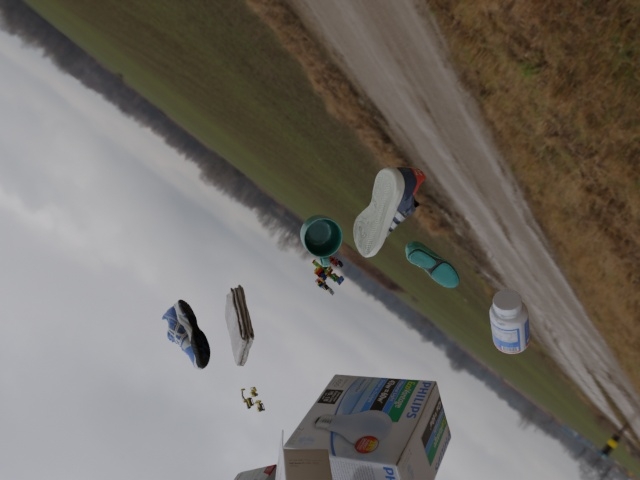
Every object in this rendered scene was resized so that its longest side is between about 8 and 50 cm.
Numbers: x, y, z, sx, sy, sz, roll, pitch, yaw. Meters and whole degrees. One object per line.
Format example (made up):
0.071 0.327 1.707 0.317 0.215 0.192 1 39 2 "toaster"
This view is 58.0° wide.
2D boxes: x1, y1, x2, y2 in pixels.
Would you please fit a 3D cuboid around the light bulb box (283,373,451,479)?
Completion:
0.150 0.599 1.711 0.361 0.358 0.225 -5 113 31 "light bulb box"

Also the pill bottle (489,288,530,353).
0.632 0.268 1.931 0.124 0.124 0.221 38 156 45 "pill bottle"

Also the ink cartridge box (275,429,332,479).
-0.036 0.636 1.349 0.119 0.207 0.353 4 -155 -9 "ink cartridge box"

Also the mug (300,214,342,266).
-0.006 -0.007 1.886 0.130 0.157 0.097 22 -172 -17 "mug"

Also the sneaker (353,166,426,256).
0.214 -0.081 1.735 0.131 0.148 0.350 59 146 27 "sneaker"

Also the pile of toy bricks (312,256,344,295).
0.012 0.110 2.113 0.105 0.118 0.212 36 169 24 "pile of toy bricks"

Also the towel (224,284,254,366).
-0.258 0.269 1.802 0.282 0.049 0.187 112 146 -58 "towel"

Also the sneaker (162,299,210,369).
-0.374 0.272 1.614 0.211 0.081 0.080 61 -173 26 "sneaker"

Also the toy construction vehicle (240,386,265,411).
-0.262 0.608 2.196 0.086 0.035 0.098 -16 93 46 "toy construction vehicle"

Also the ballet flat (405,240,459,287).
0.379 0.071 1.955 0.247 0.083 0.087 33 -153 -29 "ballet flat"

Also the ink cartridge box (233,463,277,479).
-0.243 0.904 2.123 0.072 0.175 0.127 64 -154 -7 "ink cartridge box"
